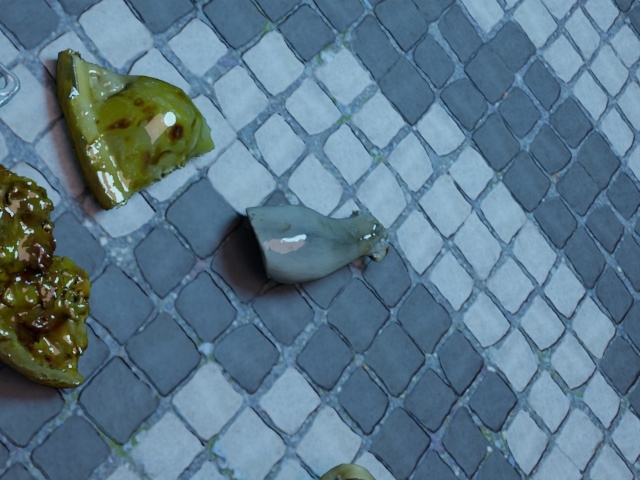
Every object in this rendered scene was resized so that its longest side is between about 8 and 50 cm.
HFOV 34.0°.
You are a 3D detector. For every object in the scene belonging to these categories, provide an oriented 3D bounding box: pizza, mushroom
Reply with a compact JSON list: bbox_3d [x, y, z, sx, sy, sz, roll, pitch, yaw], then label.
[{"bbox_3d":[-0.319,0.031,1.123,0.161,0.086,0.305,-47,125,-40],"label":"pizza"},{"bbox_3d":[0.000,0.000,1.391,0.225,0.093,0.116,-1,57,-29],"label":"mushroom"},{"bbox_3d":[-0.229,-0.160,1.288,0.188,0.080,0.204,-29,93,-36],"label":"pizza"}]

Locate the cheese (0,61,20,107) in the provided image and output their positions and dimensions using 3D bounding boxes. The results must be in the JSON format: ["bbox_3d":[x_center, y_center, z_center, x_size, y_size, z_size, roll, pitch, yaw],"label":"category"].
[{"bbox_3d":[-0.410,-0.088,1.151,0.249,0.071,0.163,-35,98,-36],"label":"cheese"}]

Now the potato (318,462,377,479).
[{"bbox_3d":[0.047,0.368,1.314,0.109,0.118,0.178,-23,107,-2],"label":"potato"}]

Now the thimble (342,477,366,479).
[{"bbox_3d":[-0.038,0.433,1.102,0.350,0.350,0.230,-34,93,-36],"label":"thimble"}]
